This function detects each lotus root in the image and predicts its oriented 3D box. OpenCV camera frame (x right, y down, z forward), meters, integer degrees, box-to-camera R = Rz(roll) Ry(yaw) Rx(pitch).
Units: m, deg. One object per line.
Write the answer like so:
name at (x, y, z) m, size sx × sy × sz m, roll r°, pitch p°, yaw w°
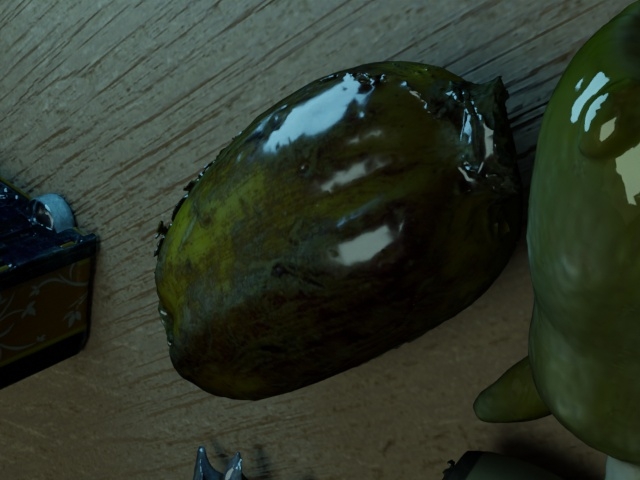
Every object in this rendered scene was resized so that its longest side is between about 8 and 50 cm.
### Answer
lotus root at (0.000, 0.000, 0.739) m, size 0.397 × 0.179 × 0.196 m, roll -31°, pitch 85°, yaw 46°

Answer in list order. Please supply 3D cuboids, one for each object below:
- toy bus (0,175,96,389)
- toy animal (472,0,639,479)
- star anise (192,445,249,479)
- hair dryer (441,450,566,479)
toy bus at (-0.413, 0.013, 1.155) m, size 0.323 × 0.162 × 0.194 m, roll 30°, pitch 126°, yaw 31°
toy animal at (0.199, 0.034, 0.589) m, size 0.181 × 0.180 × 0.363 m, roll 40°, pitch 151°, yaw 35°
star anise at (-0.059, 0.292, 0.986) m, size 0.180 × 0.061 × 0.205 m, roll -23°, pitch 88°, yaw 45°
hair dryer at (0.192, 0.270, 0.742) m, size 0.219 × 0.088 × 0.225 m, roll 15°, pitch 127°, yaw 36°
